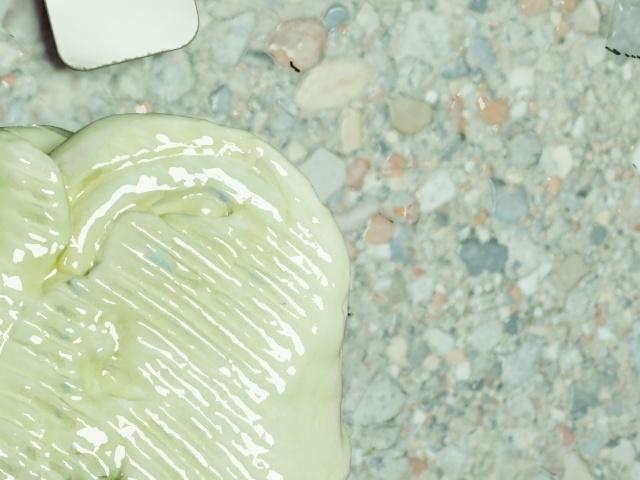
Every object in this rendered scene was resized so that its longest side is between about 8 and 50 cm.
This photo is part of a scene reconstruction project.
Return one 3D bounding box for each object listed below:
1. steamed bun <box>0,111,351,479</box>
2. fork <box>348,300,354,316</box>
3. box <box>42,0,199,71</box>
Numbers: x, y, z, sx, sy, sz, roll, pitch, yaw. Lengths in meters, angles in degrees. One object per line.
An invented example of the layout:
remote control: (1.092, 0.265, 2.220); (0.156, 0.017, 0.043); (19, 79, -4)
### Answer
steamed bun: (-0.126, 0.073, 0.890); (0.268, 0.207, 0.280); (2, 73, -19)
fork: (0.001, -0.001, 1.006); (0.012, 0.016, 0.115); (-21, 108, 10)
box: (-0.127, -0.169, 0.919); (0.091, 0.031, 0.126); (-17, 106, -15)
